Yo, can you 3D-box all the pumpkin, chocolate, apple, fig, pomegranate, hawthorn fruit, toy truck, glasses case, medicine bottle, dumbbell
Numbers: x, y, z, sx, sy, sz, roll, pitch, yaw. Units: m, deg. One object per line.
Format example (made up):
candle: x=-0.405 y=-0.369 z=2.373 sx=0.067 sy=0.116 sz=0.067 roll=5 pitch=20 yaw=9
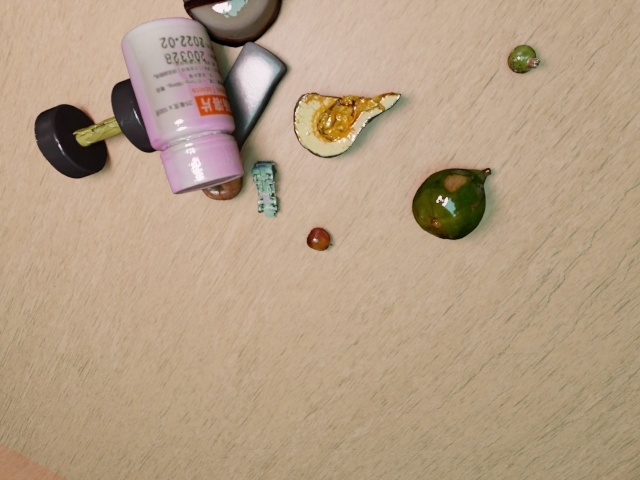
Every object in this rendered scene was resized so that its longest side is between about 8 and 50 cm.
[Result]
pumpkin: x=0.052 y=-0.359 z=1.172 sx=0.280 sy=0.139 sz=0.190 roll=-41 pitch=102 yaw=16
chocolate: x=-0.238 y=-0.635 z=1.074 sx=0.283 sy=0.186 sz=0.284 roll=2 pitch=110 yaw=6
apple: x=-0.294 y=-0.181 z=1.289 sx=0.125 sy=0.102 sz=0.126 roll=2 pitch=126 yaw=3
fig: x=0.382 y=-0.118 z=1.219 sx=0.244 sy=0.195 sz=0.195 roll=-37 pitch=105 yaw=-18
pomegranate: x=0.524 y=-0.459 z=1.115 sx=0.073 sy=0.073 sz=0.084 roll=-48 pitch=69 yaw=19
hawthorn fruit: x=-0.006 y=-0.003 z=1.346 sx=0.077 sy=0.077 sz=0.077 roll=2 pitch=110 yaw=5
toy truck: x=-0.159 y=-0.156 z=1.312 sx=0.067 sy=0.081 sz=0.175 roll=0 pitch=129 yaw=7
glasses case: x=-0.225 y=-0.385 z=1.223 sx=0.131 sy=0.074 sz=0.323 roll=34 pitch=110 yaw=-5
medicine bottle: x=-0.339 y=-0.328 z=1.104 sx=0.219 sy=0.219 sz=0.389 roll=-15 pitch=95 yaw=11
dumbbell: x=-0.596 y=-0.313 z=1.222 sx=0.322 sy=0.204 sz=0.204 roll=-15 pitch=108 yaw=11
